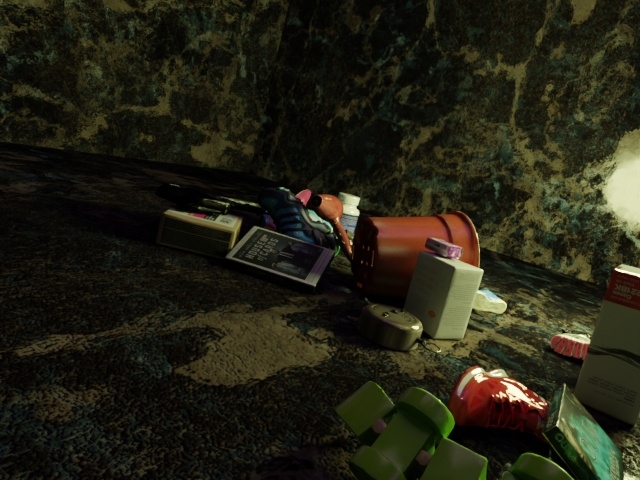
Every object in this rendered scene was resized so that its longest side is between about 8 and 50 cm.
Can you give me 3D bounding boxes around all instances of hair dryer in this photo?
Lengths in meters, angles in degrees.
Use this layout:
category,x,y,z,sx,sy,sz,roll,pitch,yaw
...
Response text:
category,x,y,z,sx,sy,sz,roll,pitch,yaw
hair dryer,0.061,-0.044,1.517,0.293,0.080,0.223,48,11,-35

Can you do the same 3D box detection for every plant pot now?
category,x,y,z,sx,sy,sz,roll,pitch,yaw
plant pot,0.235,0.046,1.362,0.265,0.272,0.272,4,13,-15

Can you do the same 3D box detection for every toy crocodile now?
category,x,y,z,sx,sy,sz,roll,pitch,yaw
toy crocodile,0.145,0.256,0.524,0.341,0.105,0.115,24,55,37

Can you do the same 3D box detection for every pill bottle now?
category,x,y,z,sx,sy,sz,roll,pitch,yaw
pill bottle,0.090,-0.087,1.995,0.112,0.186,0.112,15,11,-3

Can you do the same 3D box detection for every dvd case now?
category,x,y,z,sx,sy,sz,roll,pitch,yaw
dvd case,-0.100,0.044,1.305,0.239,0.029,0.179,17,32,10

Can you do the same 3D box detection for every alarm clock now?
category,x,y,z,sx,sy,sz,roll,pitch,yaw
alarm clock,0.159,0.181,1.040,0.192,0.064,0.129,25,14,32

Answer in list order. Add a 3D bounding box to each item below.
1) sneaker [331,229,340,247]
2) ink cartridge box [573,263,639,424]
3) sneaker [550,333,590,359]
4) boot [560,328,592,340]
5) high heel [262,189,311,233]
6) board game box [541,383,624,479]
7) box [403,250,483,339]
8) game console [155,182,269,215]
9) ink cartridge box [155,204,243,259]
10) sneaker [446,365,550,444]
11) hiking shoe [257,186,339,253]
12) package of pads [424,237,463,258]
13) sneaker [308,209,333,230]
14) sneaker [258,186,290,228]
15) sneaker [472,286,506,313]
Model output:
category,x,y,z,sx,sy,sz,roll,pitch,yaw
sneaker,0.000,0.000,1.624,0.124,0.109,0.295,18,12,15
ink cartridge box,0.611,0.196,1.014,0.114,0.272,0.197,17,10,33
sneaker,0.667,0.270,1.264,0.170,0.063,0.075,16,15,32
boot,0.723,0.273,1.385,0.099,0.045,0.121,10,4,-38
high heel,-0.076,-0.064,1.624,0.117,0.082,0.244,41,50,1
board game box,0.367,0.283,0.707,0.126,0.026,0.186,54,24,15
box,0.280,0.126,1.184,0.091,0.170,0.130,8,12,-29
game console,-0.286,-0.105,1.498,0.361,0.044,0.213,8,10,-44
ink cartridge box,-0.320,-0.030,1.390,0.193,0.088,0.234,15,10,-7
sneaker,0.286,0.252,0.767,0.128,0.087,0.221,22,13,39
hiking shoe,-0.089,-0.042,1.449,0.304,0.113,0.132,38,61,24
package of pads,0.292,0.018,1.207,0.050,0.032,0.083,8,11,-26
sneaker,-0.063,-0.077,1.915,0.208,0.127,0.319,6,23,-31
sneaker,-0.128,-0.080,1.740,0.125,0.104,0.262,15,43,1
sneaker,0.476,0.171,1.526,0.152,0.058,0.084,15,15,-24
